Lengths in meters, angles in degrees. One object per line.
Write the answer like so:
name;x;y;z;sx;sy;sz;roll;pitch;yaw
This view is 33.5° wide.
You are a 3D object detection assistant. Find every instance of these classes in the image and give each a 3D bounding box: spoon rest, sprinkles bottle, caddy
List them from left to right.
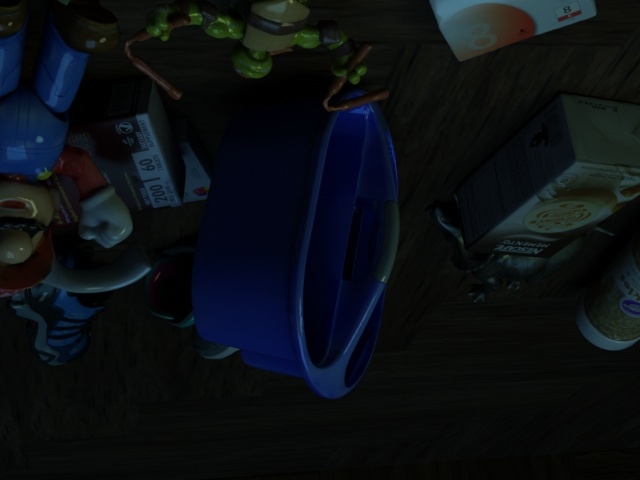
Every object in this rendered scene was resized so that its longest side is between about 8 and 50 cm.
spoon rest;-0.339;0.010;1.315;0.084;0.137;0.276;-47;140;18
caddy;0.000;0.000;1.164;0.179;0.341;0.241;2;161;24
sprinkles bottle;0.508;0.058;1.657;0.121;0.121;0.355;-3;155;-8

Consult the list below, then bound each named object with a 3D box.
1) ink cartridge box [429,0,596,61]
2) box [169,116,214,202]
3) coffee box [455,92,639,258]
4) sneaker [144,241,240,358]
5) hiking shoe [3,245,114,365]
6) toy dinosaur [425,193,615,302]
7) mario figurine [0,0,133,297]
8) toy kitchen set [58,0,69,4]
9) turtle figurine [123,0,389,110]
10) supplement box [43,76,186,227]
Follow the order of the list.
ink cartridge box;0.169;-0.246;0.992;0.145;0.045;0.179;-16;157;19
box;-0.227;-0.080;1.257;0.186;0.038;0.145;-9;156;7
coffee box;0.295;-0.073;1.335;0.141;0.098;0.246;5;153;-23
sneaker;-0.175;0.090;1.537;0.179;0.123;0.295;2;147;-30
hiking shoe;-0.358;0.102;1.530;0.132;0.113;0.304;-6;156;-1
toy dinosaur;0.292;0.020;1.519;0.314;0.121;0.160;3;167;-12
mario figurine;-0.277;-0.068;0.992;0.198;0.170;0.320;23;122;6
toy kitchen set;-0.217;-0.257;0.875;0.075;0.068;0.083;29;147;-9
turtle figurine;-0.027;-0.212;0.962;0.270;0.087;0.217;9;145;-23
supplement box;-0.278;-0.085;1.142;0.240;0.073;0.130;-10;132;7
